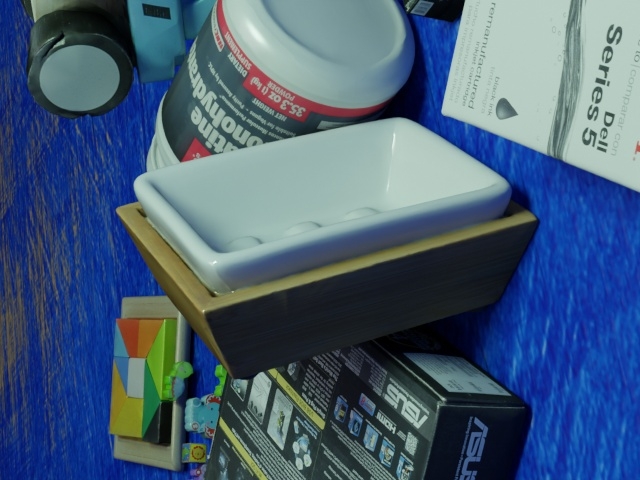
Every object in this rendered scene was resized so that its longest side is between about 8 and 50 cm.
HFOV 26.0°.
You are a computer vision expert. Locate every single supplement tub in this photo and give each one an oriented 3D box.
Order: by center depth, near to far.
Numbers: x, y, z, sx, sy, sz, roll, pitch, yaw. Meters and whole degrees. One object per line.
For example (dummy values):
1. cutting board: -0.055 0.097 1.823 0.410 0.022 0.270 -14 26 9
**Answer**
1. supplement tub: -0.046 -0.136 1.351 0.272 0.191 0.191 -54 40 45

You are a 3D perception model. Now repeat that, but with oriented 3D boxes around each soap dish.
1. soap dish: 0.000 0.000 1.164 0.229 0.291 0.118 -139 39 -57

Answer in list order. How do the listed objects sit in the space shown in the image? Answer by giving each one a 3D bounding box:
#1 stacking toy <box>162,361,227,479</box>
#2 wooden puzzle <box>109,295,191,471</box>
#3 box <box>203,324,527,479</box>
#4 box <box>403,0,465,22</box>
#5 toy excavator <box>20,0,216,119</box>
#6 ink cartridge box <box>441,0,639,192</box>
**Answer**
1. stacking toy: -0.134 0.242 1.616 0.167 0.052 0.221 -16 70 59
2. wooden puzzle: -0.228 0.182 1.808 0.239 0.044 0.221 -7 79 62
3. box: 0.016 0.210 1.278 0.395 0.097 0.318 37 116 59
4. box: 0.103 -0.248 1.233 0.062 0.052 0.083 -48 44 47
5. toy excavator: -0.096 -0.367 1.363 0.222 0.445 0.433 -109 13 -47
6. ink cartridge box: 0.213 -0.147 0.934 0.273 0.115 0.198 33 114 60
